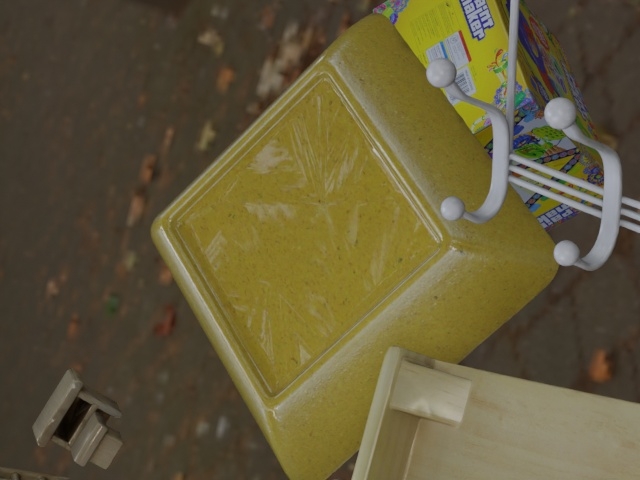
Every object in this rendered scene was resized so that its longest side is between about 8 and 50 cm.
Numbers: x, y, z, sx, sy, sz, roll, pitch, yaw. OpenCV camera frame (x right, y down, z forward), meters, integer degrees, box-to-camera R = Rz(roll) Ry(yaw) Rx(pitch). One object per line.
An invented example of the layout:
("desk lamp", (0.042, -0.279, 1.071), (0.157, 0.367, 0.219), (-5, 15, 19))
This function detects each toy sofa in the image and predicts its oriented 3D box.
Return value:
("toy sofa", (0.212, 0.193, 1.244), (0.362, 0.177, 0.150), (9, 81, 43))

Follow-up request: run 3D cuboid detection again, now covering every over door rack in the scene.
("over door rack", (0.196, -0.131, 1.095), (0.239, 0.108, 0.324), (25, 114, 40))

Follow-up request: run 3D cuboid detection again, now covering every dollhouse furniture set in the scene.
("dollhouse furniture set", (-0.210, 0.175, 1.130), (0.161, 0.101, 0.182), (-58, 19, 1))

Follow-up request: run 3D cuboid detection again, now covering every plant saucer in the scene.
("plant saucer", (0.000, 0.000, 1.485), (0.333, 0.081, 0.333), (-43, 60, 18))

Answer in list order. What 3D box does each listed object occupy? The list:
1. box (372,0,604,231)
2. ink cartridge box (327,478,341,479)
("box", (0.244, -0.195, 2.274), (0.177, 0.279, 0.290), (-29, 53, 20))
("ink cartridge box", (-0.037, 0.419, 1.714), (0.071, 0.330, 0.324), (110, 154, -66))
